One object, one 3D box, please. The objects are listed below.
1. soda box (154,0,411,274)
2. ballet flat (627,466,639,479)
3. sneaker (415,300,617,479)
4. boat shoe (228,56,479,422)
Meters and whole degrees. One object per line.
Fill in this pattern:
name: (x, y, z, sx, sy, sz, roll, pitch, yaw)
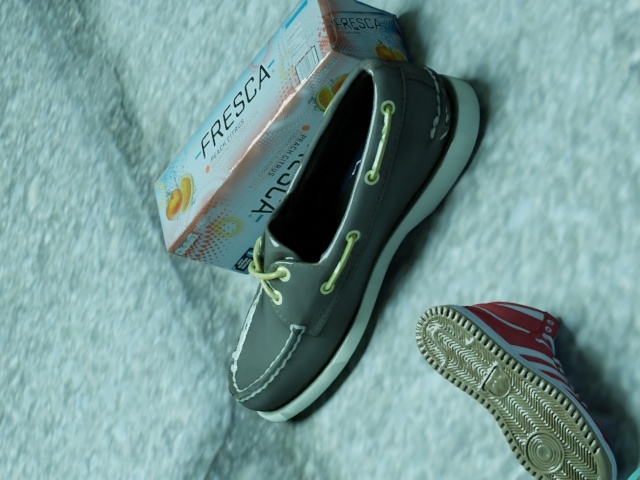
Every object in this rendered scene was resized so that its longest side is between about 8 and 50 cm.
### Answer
soda box: (-0.024, -0.062, 1.144, 0.183, 0.063, 0.058, -48, 40, 34)
ballet flat: (0.143, 0.251, 0.704, 0.123, 0.123, 0.348, 10, 89, 58)
sneaker: (0.103, 0.070, 0.919, 0.118, 0.067, 0.042, 46, 116, 21)
boat shoe: (0.000, 0.000, 1.074, 0.227, 0.069, 0.081, -60, 34, 21)
